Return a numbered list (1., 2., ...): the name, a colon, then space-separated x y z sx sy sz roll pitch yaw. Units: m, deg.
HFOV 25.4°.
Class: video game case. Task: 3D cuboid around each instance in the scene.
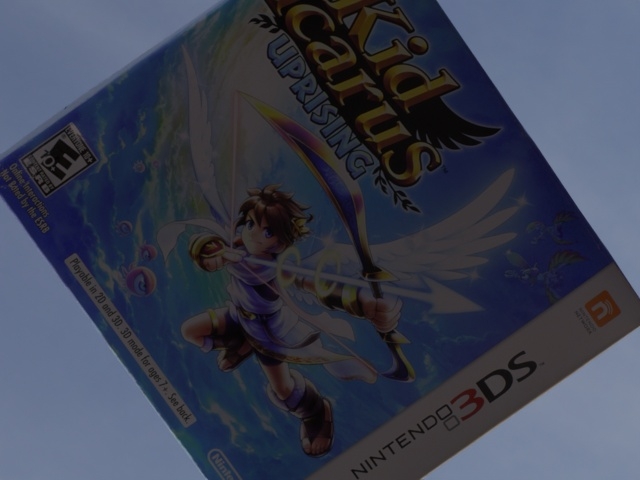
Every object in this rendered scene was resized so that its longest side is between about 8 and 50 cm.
1. video game case: 0.000 0.000 0.760 0.244 0.061 0.269 -35 -84 0
